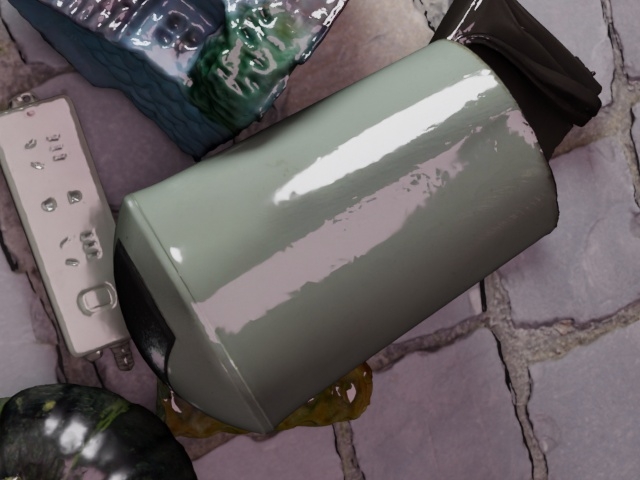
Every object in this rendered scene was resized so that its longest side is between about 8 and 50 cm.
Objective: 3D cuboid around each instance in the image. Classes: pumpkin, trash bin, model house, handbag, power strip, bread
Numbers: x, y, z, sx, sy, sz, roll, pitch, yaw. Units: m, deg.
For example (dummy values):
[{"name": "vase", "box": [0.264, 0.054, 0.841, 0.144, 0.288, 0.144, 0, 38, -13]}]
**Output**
[{"name": "pumpkin", "box": [-0.275, 0.309, 1.000, 0.323, 0.241, 0.323, 1, 81, -6]}, {"name": "trash bin", "box": [0.000, 0.000, 1.011, 0.432, 0.280, 0.280, -31, 100, -8]}, {"name": "model house", "box": [-0.137, -0.333, 1.024, 0.339, 0.297, 0.360, 37, 76, -13]}, {"name": "handbag", "box": [0.224, -0.155, 1.250, 0.257, 0.113, 0.285, 32, 80, -23]}, {"name": "power strip", "box": [-0.279, -0.006, 1.096, 0.098, 0.058, 0.338, -21, 97, -19]}, {"name": "bread", "box": [-0.064, 0.176, 1.156, 0.270, 0.098, 0.087, -1, 133, -19]}]
